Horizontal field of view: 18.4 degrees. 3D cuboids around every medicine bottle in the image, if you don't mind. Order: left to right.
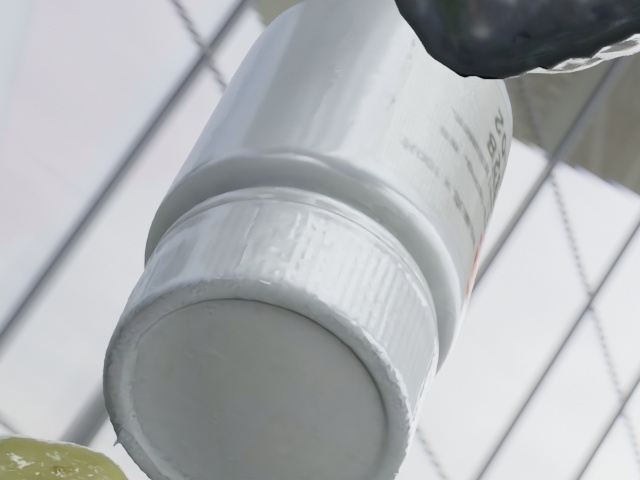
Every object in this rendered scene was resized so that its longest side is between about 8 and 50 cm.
[{"bbox_3d":[0.000,0.000,0.860,0.144,0.252,0.144,6,-60,11],"label":"medicine bottle"}]

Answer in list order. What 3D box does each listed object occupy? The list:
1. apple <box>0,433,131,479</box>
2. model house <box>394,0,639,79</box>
[{"bbox_3d":[-0.151,0.189,0.954,0.200,0.200,0.200,32,-15,10],"label":"apple"},{"bbox_3d":[0.174,-0.198,0.584,0.271,0.301,0.190,-26,-88,54],"label":"model house"}]
